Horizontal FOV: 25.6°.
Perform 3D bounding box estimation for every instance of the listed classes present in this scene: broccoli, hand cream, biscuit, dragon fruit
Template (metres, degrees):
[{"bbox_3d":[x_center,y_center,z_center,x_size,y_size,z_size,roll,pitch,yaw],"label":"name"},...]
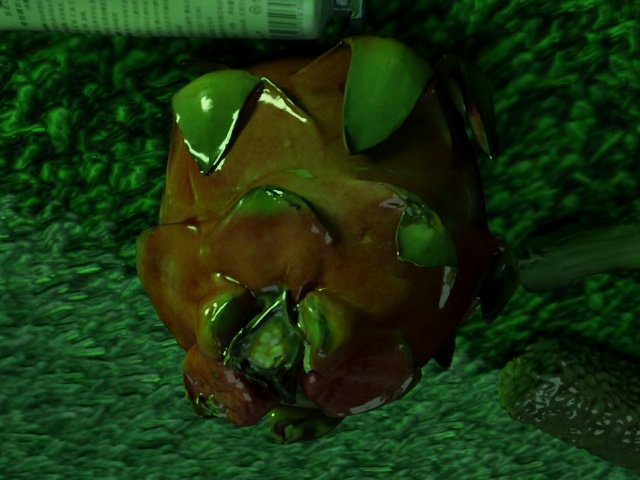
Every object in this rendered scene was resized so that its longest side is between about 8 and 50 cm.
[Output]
[{"bbox_3d":[0.218,-0.001,0.915,0.204,0.118,0.122,-10,174,37],"label":"broccoli"},{"bbox_3d":[-0.091,-0.139,0.776,0.234,0.050,0.080,3,146,4],"label":"hand cream"},{"bbox_3d":[0.218,0.130,1.093,0.168,0.070,0.082,24,127,-24],"label":"biscuit"},{"bbox_3d":[0.002,-0.003,0.808,0.224,0.227,0.224,-7,144,-5],"label":"dragon fruit"}]
